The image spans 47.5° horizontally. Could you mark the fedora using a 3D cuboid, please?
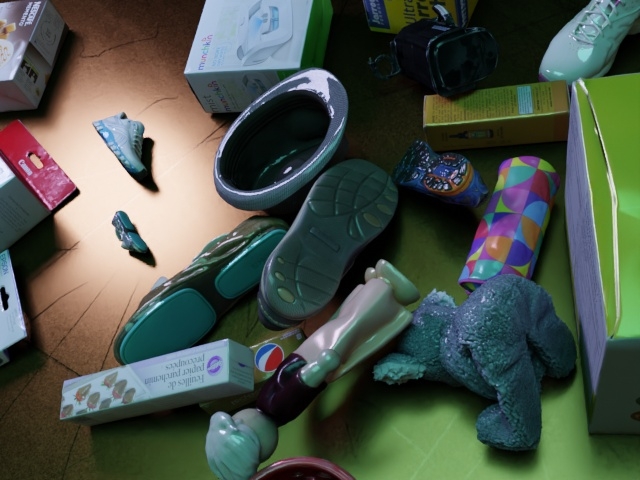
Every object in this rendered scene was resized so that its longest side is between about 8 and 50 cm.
[{"bbox_3d":[-0.046,-0.145,1.236,0.275,0.124,0.244,-43,48,3],"label":"fedora"}]

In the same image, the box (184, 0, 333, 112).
[{"bbox_3d":[-0.113,-0.387,1.415,0.230,0.127,0.262,2,61,16],"label":"box"}]

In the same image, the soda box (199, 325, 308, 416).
[{"bbox_3d":[-0.096,0.199,1.092,0.181,0.058,0.061,-24,56,3],"label":"soda box"}]

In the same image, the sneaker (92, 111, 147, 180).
[{"bbox_3d":[-0.371,-0.193,1.410,0.082,0.071,0.191,-33,56,-11],"label":"sneaker"}]

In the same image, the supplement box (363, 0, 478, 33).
[{"bbox_3d":[0.225,-0.586,1.390,0.195,0.194,0.357,15,65,24],"label":"supplement box"}]

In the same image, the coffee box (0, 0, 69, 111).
[{"bbox_3d":[-0.672,-0.411,1.612,0.141,0.098,0.247,0,60,16],"label":"coffee box"}]

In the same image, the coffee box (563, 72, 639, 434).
[{"bbox_3d":[0.480,0.022,0.858,0.337,0.334,0.338,-3,59,15],"label":"coffee box"}]

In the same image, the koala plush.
[{"bbox_3d":[0.192,0.139,0.980,0.221,0.203,0.196,-1,39,46],"label":"koala plush"}]

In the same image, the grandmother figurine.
[{"bbox_3d":[-0.014,0.172,0.942,0.104,0.208,0.342,43,74,9],"label":"grandmother figurine"}]

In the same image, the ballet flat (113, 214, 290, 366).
[{"bbox_3d":[-0.196,0.070,1.181,0.342,0.116,0.124,-41,37,-10],"label":"ballet flat"}]

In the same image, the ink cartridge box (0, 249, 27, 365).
[{"bbox_3d":[-0.618,0.146,1.290,0.208,0.045,0.206,-28,56,0],"label":"ink cartridge box"}]

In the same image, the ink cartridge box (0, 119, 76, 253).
[{"bbox_3d":[-0.676,-0.127,1.423,0.272,0.130,0.309,-42,57,-12],"label":"ink cartridge box"}]

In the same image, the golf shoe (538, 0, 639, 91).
[{"bbox_3d":[0.473,-0.377,1.218,0.115,0.140,0.306,37,74,29],"label":"golf shoe"}]

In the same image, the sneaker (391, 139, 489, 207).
[{"bbox_3d":[0.185,-0.096,1.152,0.083,0.087,0.221,-52,27,3],"label":"sneaker"}]

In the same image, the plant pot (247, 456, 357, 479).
[{"bbox_3d":[-0.008,0.378,0.886,0.191,0.174,0.191,-8,59,13],"label":"plant pot"}]

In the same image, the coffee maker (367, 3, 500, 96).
[{"bbox_3d":[0.194,-0.307,1.244,0.171,0.120,0.178,-40,23,6],"label":"coffee maker"}]

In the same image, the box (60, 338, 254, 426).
[{"bbox_3d":[-0.246,0.214,1.072,0.323,0.067,0.063,-18,60,26],"label":"box"}]

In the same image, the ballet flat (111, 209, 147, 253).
[{"bbox_3d":[-0.346,-0.006,1.310,0.041,0.041,0.114,-35,56,-6],"label":"ballet flat"}]

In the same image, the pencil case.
[{"bbox_3d":[0.282,-0.013,1.082,0.104,0.104,0.236,14,64,24],"label":"pencil case"}]

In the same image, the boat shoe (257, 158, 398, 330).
[{"bbox_3d":[0.000,0.000,1.127,0.132,0.130,0.355,42,49,0],"label":"boat shoe"}]

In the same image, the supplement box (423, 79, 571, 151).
[{"bbox_3d":[0.290,-0.205,1.209,0.233,0.078,0.080,-5,58,13],"label":"supplement box"}]
